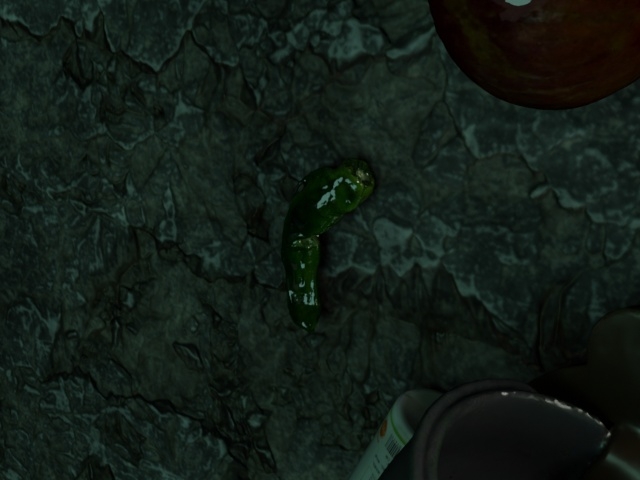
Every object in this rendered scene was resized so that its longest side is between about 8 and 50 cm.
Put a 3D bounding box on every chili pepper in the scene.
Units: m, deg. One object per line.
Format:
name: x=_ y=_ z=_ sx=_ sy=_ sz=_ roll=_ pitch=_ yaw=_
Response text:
chili pepper: x=-0.006 y=-0.001 z=0.953 sx=0.073 sy=0.050 sz=0.182 roll=30 pitch=123 yaw=20

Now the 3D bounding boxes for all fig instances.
fig: x=0.175 y=-0.179 z=0.672 sx=0.205 sy=0.205 sz=0.205 roll=13 pitch=112 yaw=35

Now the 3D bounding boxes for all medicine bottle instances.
medicine bottle: x=0.071 y=0.228 z=0.940 sx=0.086 sy=0.086 sz=0.183 roll=41 pitch=125 yaw=21

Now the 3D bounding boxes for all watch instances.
watch: x=0.186 y=0.257 z=0.700 sx=0.335 sy=0.327 sz=0.314 roll=43 pitch=126 yaw=19
